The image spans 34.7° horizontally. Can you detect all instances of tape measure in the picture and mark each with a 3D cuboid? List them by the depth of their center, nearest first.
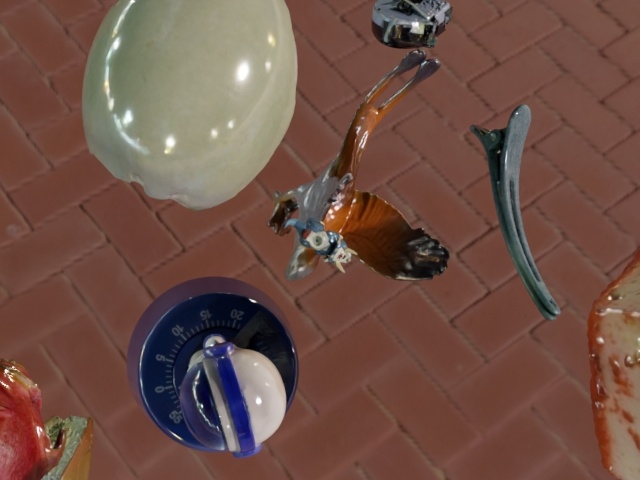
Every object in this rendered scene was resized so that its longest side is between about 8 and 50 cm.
[{"bbox_3d":[0.112,-0.278,1.305,0.094,0.054,0.091,15,42,16],"label":"tape measure"}]

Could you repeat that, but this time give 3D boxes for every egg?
[{"bbox_3d":[-0.105,-0.146,0.889,0.183,0.183,0.217,31,101,14],"label":"egg"}]

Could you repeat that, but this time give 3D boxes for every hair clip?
[{"bbox_3d":[0.210,-0.025,1.081,0.039,0.070,0.229,5,71,-49],"label":"hair clip"}]

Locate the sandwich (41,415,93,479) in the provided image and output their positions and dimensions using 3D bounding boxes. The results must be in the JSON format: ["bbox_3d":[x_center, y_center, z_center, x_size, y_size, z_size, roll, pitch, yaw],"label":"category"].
[{"bbox_3d":[-0.411,0.393,1.553,0.094,0.096,0.258,5,88,18],"label":"sandwich"}]

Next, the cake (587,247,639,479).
[{"bbox_3d":[0.488,0.141,1.163,0.319,0.270,0.269,3,27,42],"label":"cake"}]

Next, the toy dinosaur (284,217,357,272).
[{"bbox_3d":[0.000,0.000,1.115,0.083,0.047,0.030,35,98,0],"label":"toy dinosaur"}]

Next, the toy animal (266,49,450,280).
[{"bbox_3d":[0.026,-0.095,1.438,0.225,0.302,0.284,26,61,-37],"label":"toy animal"}]

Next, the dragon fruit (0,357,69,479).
[{"bbox_3d":[-0.401,0.241,1.025,0.250,0.315,0.250,2,100,11],"label":"dragon fruit"}]

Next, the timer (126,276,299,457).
[{"bbox_3d":[-0.139,0.198,1.457,0.270,0.383,0.270,0,92,-10],"label":"timer"}]
